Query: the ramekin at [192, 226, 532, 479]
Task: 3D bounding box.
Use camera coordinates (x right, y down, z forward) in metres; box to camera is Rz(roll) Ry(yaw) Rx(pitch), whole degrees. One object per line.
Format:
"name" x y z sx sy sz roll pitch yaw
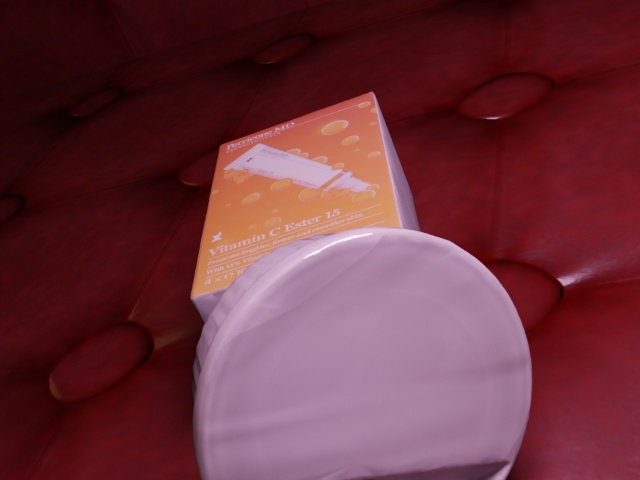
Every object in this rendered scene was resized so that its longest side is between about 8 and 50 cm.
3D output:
"ramekin" 0.021 0.117 0.680 0.273 0.273 0.127 -31 18 -13

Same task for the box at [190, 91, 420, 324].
"box" 0.000 0.000 0.963 0.215 0.168 0.345 -18 30 9
